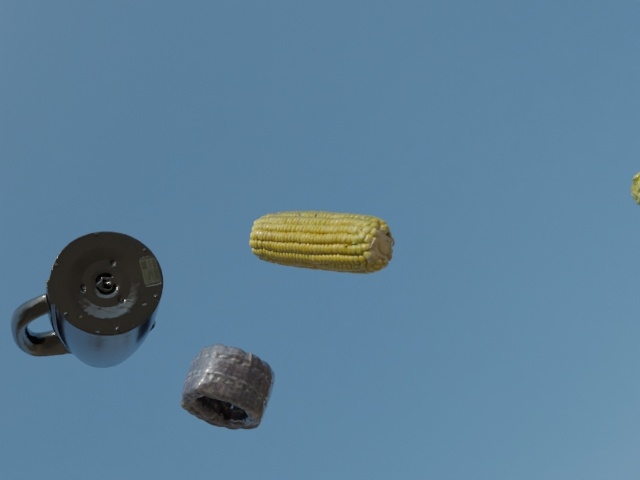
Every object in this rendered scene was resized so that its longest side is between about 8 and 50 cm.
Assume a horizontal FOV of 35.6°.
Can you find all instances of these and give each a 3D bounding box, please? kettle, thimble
[{"bbox_3d":[-0.318,0.106,1.365,0.202,0.144,0.232,-15,-21,-20],"label":"kettle"},{"bbox_3d":[-0.152,0.243,1.644,0.150,0.097,0.150,12,-31,7],"label":"thimble"}]

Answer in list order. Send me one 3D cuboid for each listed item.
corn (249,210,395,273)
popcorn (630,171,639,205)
[{"bbox_3d":[0.000,0.000,1.345,0.081,0.248,0.081,-4,-84,-42],"label":"corn"},{"bbox_3d":[0.410,-0.054,1.202,0.060,0.068,0.083,-20,-89,-2],"label":"popcorn"}]
